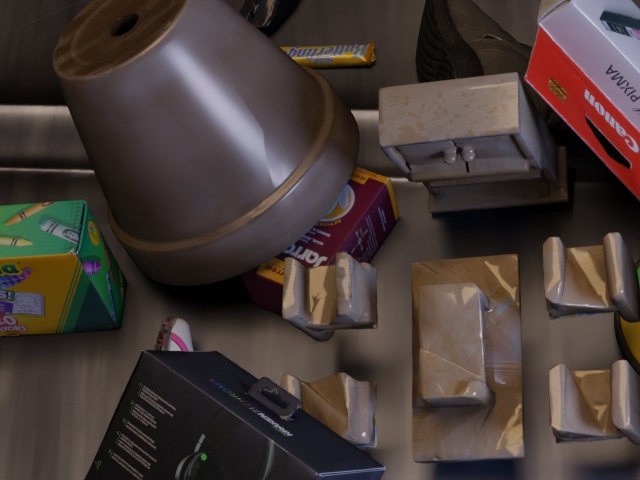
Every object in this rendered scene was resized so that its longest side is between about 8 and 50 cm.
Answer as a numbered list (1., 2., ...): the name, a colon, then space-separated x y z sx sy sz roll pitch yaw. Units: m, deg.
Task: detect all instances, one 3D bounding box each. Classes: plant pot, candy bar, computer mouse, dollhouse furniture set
1. plant pot: -0.160 -0.155 1.816 0.323 0.280 0.323 -22 38 19
2. candy bar: -0.004 -0.246 2.063 0.162 0.018 0.040 0 55 14
3. computer mouse: -0.106 -0.287 2.101 0.071 0.041 0.242 21 63 30
4. dollhouse furniture set: 0.170 0.051 1.709 0.362 0.256 0.394 -5 73 19

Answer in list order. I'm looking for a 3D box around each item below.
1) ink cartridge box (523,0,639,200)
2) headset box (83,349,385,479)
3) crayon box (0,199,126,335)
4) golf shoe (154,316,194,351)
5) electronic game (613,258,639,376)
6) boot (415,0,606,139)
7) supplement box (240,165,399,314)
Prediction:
1. ink cartridge box: 0.349 -0.167 1.741 0.060 0.275 0.239 -35 21 33
2. headset box: -0.106 0.271 1.555 0.246 0.131 0.283 30 102 30
3. crayon box: -0.391 0.039 1.856 0.279 0.165 0.081 -4 54 11
4. golf shoe: -0.153 0.171 1.776 0.086 0.067 0.186 6 51 -15
5. electronic game: 0.438 0.084 1.699 0.229 0.048 0.229 -7 53 9
6. boot: 0.244 -0.220 1.935 0.223 0.118 0.338 4 37 -8
7. supplement box: 0.000 0.000 1.844 0.104 0.080 0.188 22 63 26
